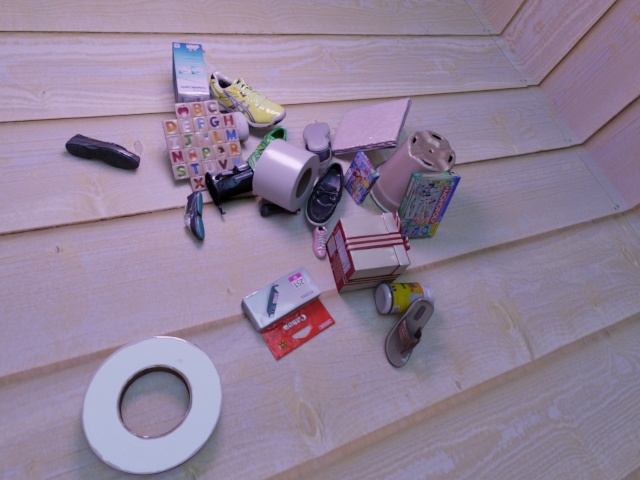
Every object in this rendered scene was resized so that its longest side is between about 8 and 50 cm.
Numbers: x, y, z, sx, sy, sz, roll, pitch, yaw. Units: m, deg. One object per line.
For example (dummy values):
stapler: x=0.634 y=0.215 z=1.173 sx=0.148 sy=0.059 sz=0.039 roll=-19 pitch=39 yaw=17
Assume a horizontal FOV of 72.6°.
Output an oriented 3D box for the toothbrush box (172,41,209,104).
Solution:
toothbrush box: x=-0.550 y=-0.645 z=1.836 sx=0.126 sy=0.216 sz=0.295 roll=-5 pitch=64 yaw=-21

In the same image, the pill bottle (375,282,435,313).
pill bottle: x=0.330 y=0.222 z=1.691 sx=0.215 sy=0.117 sz=0.117 roll=1 pitch=61 yaw=-19

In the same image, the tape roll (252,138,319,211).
tape roll: x=-0.134 y=-0.257 z=1.718 sx=0.169 sy=0.246 sz=0.246 roll=26 pitch=55 yaw=12

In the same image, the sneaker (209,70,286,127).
sneaker: x=-0.329 y=-0.607 z=1.884 sx=0.385 sy=0.147 sz=0.145 roll=22 pitch=58 yaw=13

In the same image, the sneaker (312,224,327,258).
sneaker: x=0.000 y=0.000 z=1.737 sx=0.051 sy=0.070 sz=0.134 roll=2 pitch=61 yaw=-21

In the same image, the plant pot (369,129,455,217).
plant pot: x=0.417 y=-0.305 z=1.913 sx=0.334 sy=0.305 sz=0.333 roll=8 pitch=59 yaw=-14

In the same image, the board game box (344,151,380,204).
board game box: x=0.168 y=-0.265 z=1.867 sx=0.035 sy=0.201 sz=0.136 roll=-23 pitch=71 yaw=-29

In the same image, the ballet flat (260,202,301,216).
ballet flat: x=-0.164 y=-0.123 z=1.777 sx=0.173 sy=0.049 sz=0.057 roll=0 pitch=34 yaw=-24

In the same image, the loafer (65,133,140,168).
loafer: x=-0.814 y=-0.348 z=1.652 sx=0.268 sy=0.096 sz=0.084 roll=13 pitch=52 yaw=-9

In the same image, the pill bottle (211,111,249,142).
pill bottle: x=-0.428 y=-0.454 z=1.817 sx=0.229 sy=0.131 sz=0.131 roll=-19 pitch=69 yaw=-26

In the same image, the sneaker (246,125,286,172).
sneaker: x=-0.230 y=-0.384 z=1.848 sx=0.109 sy=0.123 sz=0.295 roll=27 pitch=57 yaw=-3

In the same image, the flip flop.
flip flop: x=0.332 y=0.336 z=1.596 sx=0.112 sy=0.080 sz=0.277 roll=33 pitch=88 yaw=-7

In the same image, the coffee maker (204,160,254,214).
coffee maker: x=-0.345 y=-0.213 z=1.725 sx=0.178 sy=0.120 sz=0.171 roll=-22 pitch=110 yaw=-25

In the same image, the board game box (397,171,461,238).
board game box: x=0.431 y=-0.142 z=1.818 sx=0.214 sy=0.317 sz=0.046 roll=-5 pitch=43 yaw=-21

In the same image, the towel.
towel: x=0.233 y=-0.525 z=2.012 sx=0.332 sy=0.053 sz=0.317 roll=-1 pitch=51 yaw=30

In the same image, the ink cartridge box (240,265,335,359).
ink cartridge box: x=-0.107 y=0.253 z=1.562 sx=0.275 sy=0.060 sz=0.239 roll=-27 pitch=71 yaw=-30

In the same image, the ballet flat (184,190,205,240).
ballet flat: x=-0.475 y=-0.088 z=1.635 sx=0.074 sy=0.074 sz=0.203 roll=-1 pitch=68 yaw=-19

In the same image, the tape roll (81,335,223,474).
tape roll: x=-0.489 y=0.478 z=1.295 sx=0.392 sy=0.072 sz=0.392 roll=8 pitch=58 yaw=-14

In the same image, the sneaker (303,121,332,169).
sneaker: x=-0.012 y=-0.426 z=1.957 sx=0.126 sy=0.127 sz=0.321 roll=-6 pitch=35 yaw=5

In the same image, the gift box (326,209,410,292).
gift box: x=0.186 y=0.027 z=1.675 sx=0.258 sy=0.255 sz=0.276 roll=-4 pitch=68 yaw=-19

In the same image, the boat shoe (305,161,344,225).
boat shoe: x=0.031 y=-0.206 z=1.815 sx=0.127 sy=0.113 sz=0.340 roll=26 pitch=48 yaw=3

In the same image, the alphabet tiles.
alphabet tiles: x=-0.457 y=-0.376 z=1.726 sx=0.285 sy=0.011 sz=0.342 roll=-14 pitch=99 yaw=-25
